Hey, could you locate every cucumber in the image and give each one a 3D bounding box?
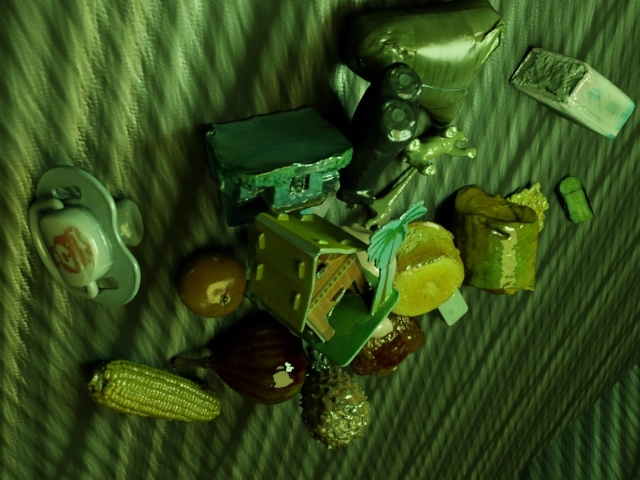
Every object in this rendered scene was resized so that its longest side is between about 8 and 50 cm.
[{"bbox_3d":[0.820,-0.129,1.894,0.078,0.062,0.211,-20,146,24],"label":"cucumber"}]

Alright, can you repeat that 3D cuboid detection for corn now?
[{"bbox_3d":[-0.385,0.364,1.392,0.363,0.120,0.120,32,100,-42],"label":"corn"}]

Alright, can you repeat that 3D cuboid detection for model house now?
[{"bbox_3d":[-0.091,-0.109,1.198,0.261,0.226,0.241,-15,132,-22],"label":"model house"},{"bbox_3d":[0.000,0.000,1.143,0.340,0.300,0.323,-50,150,-11],"label":"model house"}]

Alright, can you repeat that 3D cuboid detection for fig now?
[{"bbox_3d":[-0.200,0.307,1.445,0.321,0.217,0.216,-4,124,-9],"label":"fig"}]

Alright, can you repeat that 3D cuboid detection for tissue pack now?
[{"bbox_3d":[0.652,-0.378,1.518,0.271,0.201,0.124,13,109,-40],"label":"tissue pack"}]

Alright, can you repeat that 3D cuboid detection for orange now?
[{"bbox_3d":[-0.236,0.100,1.309,0.156,0.124,0.156,-17,130,-21],"label":"orange"}]

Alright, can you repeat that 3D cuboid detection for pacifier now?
[{"bbox_3d":[-0.415,-0.020,1.108,0.207,0.228,0.278,-40,122,-50],"label":"pacifier"}]

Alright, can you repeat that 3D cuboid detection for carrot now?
[{"bbox_3d":[0.468,0.035,1.618,0.242,0.241,0.340,-14,114,-25],"label":"carrot"}]

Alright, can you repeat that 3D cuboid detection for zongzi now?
[{"bbox_3d":[0.195,-0.354,1.306,0.323,0.159,0.360,-7,152,-9],"label":"zongzi"}]

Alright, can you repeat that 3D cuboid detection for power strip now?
[{"bbox_3d":[0.341,0.123,1.743,0.091,0.062,0.385,-42,134,-5],"label":"power strip"}]

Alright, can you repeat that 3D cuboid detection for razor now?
[{"bbox_3d":[0.108,-0.206,1.216,0.107,0.189,0.327,15,156,-5],"label":"razor"}]

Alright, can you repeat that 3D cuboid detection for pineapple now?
[{"bbox_3d":[0.017,0.375,1.508,0.175,0.361,0.175,-3,109,-8],"label":"pineapple"}]

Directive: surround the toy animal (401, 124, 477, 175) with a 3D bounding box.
[{"bbox_3d":[0.288,-0.233,1.452,0.219,0.101,0.103,-24,111,-16],"label":"toy animal"}]

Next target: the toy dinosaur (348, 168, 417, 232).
[{"bbox_3d":[0.168,-0.092,1.496,0.200,0.072,0.251,-10,116,-37],"label":"toy dinosaur"}]

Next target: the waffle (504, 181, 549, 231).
[{"bbox_3d":[0.606,-0.052,1.801,0.243,0.059,0.237,-39,134,-6],"label":"waffle"}]

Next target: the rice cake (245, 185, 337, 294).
[{"bbox_3d":[-0.067,0.001,1.400,0.073,0.056,0.365,20,108,-42],"label":"rice cake"}]

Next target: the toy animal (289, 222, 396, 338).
[{"bbox_3d":[0.057,0.125,1.396,0.326,0.269,0.237,-41,164,34],"label":"toy animal"}]

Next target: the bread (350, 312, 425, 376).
[{"bbox_3d":[0.167,0.283,1.687,0.232,0.135,0.246,-43,133,-1],"label":"bread"}]

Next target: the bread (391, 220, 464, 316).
[{"bbox_3d":[0.244,0.082,1.528,0.269,0.145,0.268,-10,132,-11],"label":"bread"}]
